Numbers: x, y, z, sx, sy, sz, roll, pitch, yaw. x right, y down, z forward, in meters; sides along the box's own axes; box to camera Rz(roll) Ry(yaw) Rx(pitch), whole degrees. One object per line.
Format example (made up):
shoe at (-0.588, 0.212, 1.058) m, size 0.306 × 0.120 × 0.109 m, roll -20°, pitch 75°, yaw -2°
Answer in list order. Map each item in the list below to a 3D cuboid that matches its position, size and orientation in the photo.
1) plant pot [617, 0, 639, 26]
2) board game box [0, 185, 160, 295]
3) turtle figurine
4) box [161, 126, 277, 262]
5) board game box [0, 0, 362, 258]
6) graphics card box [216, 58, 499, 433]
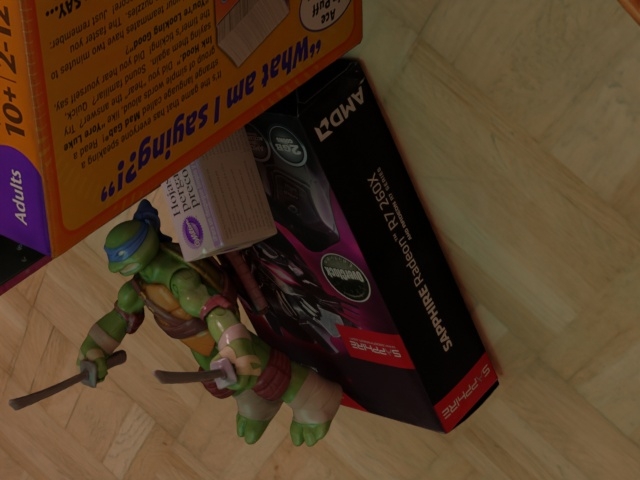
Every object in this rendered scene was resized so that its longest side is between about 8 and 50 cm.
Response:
plant pot at (0.293, -0.228, 1.018) m, size 0.291 × 0.203 × 0.291 m, roll 33°, pitch 149°, yaw 23°
board game box at (-0.304, -0.069, 1.727) m, size 0.097 × 0.303 × 0.224 m, roll 35°, pitch 152°, yaw 41°
turtle figurine at (-0.126, 0.126, 1.787) m, size 0.198 × 0.274 × 0.266 m, roll -32°, pitch 126°, yaw 26°
box at (-0.124, -0.145, 1.666) m, size 0.063 × 0.067 × 0.324 m, roll -22°, pitch 85°, yaw 49°
board game box at (-0.215, -0.269, 1.383) m, size 0.356 × 0.356 × 0.356 m, roll 22°, pitch 132°, yaw 30°
graphics card box at (0.000, 0.000, 1.801) m, size 0.233 × 0.094 × 0.371 m, roll 12°, pitch 135°, yaw 46°
